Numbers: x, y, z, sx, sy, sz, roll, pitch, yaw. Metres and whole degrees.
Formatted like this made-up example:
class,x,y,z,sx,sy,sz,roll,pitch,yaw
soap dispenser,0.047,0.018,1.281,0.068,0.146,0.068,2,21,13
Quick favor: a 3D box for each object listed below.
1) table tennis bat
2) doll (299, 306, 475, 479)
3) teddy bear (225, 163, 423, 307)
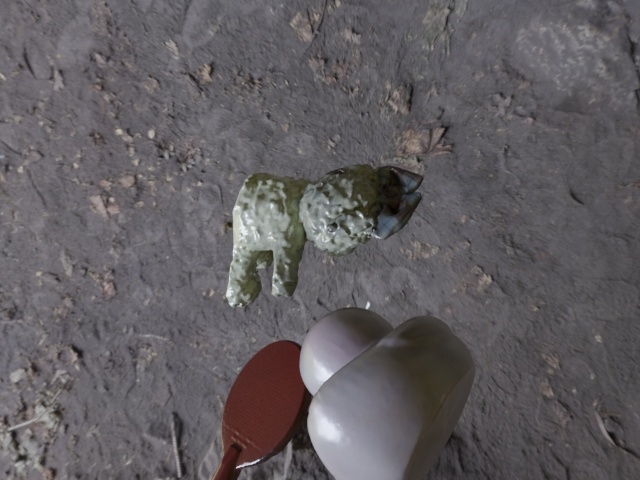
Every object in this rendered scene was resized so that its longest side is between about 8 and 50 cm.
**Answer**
class,x,y,z,sx,sy,sz,roll,pitch,yaw
table tennis bat,-0.117,0.315,0.927,0.038,0.200,0.310,38,72,-35
doll,0.056,0.164,0.624,0.221,0.251,0.221,2,95,29
teddy bear,0.000,0.000,1.121,0.362,0.327,0.375,13,132,8
